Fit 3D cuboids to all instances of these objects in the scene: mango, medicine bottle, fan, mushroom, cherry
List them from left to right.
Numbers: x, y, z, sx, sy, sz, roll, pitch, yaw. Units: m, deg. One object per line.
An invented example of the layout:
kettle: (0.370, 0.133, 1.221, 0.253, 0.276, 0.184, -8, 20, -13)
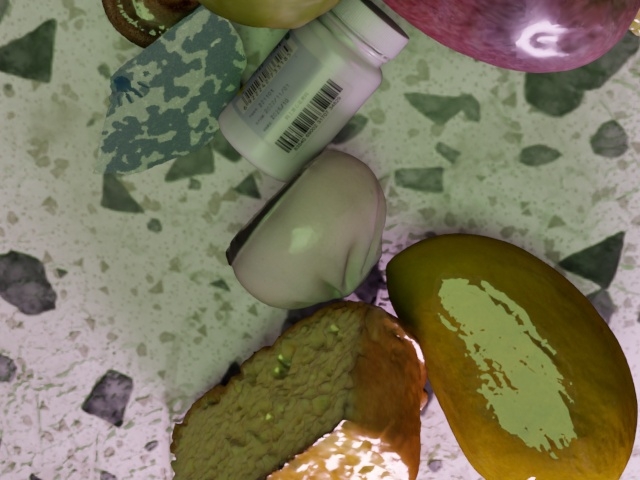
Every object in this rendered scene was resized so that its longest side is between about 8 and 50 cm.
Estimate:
mushroom: (-0.149, -0.241, 1.146, 0.109, 0.085, 0.126, -32, 120, 30)
fan: (-0.151, -0.140, 1.180, 0.131, 0.009, 0.240, 20, 127, -30)
medicine bottle: (-0.007, -0.154, 1.157, 0.103, 0.103, 0.186, 38, 106, -10)
cherry: (0.173, -0.270, 1.067, 0.239, 0.239, 0.206, 41, 74, -11)
mango: (0.211, 0.129, 1.223, 0.195, 0.142, 0.331, -25, 102, 5)

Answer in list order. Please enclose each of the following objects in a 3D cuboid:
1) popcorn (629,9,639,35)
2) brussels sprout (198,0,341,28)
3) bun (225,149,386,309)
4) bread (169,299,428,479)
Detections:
popcorn: (0.342, -0.238, 1.125, 0.097, 0.109, 0.089, 20, 75, -39)
brussels sprout: (-0.047, -0.339, 1.008, 0.247, 0.328, 0.327, -2, 110, -23)
bun: (0.000, 0.000, 1.167, 0.120, 0.173, 0.173, 43, 105, 4)
bread: (0.000, 0.211, 1.210, 0.179, 0.194, 0.340, 33, 126, -26)
